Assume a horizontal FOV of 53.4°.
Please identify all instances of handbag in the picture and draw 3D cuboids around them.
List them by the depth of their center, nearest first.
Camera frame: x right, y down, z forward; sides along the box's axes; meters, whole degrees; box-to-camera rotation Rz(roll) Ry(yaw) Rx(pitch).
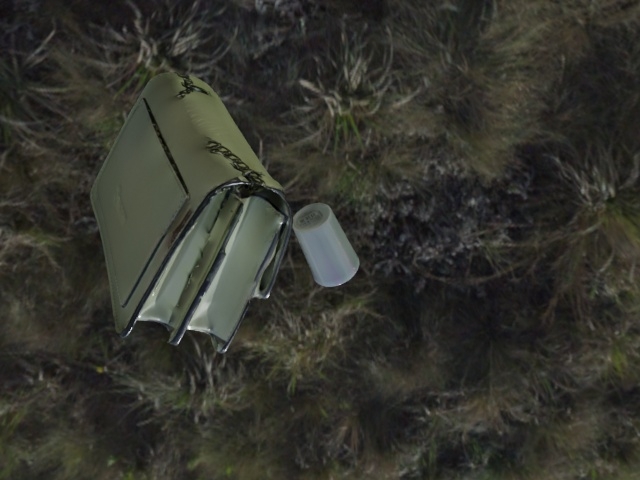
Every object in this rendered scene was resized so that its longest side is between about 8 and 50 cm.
[{"bbox_3d":[-0.176,-0.055,0.844,0.160,0.358,0.237,15,115,-33],"label":"handbag"}]

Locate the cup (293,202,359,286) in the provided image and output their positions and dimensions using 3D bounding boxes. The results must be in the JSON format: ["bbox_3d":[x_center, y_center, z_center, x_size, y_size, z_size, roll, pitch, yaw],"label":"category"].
[{"bbox_3d":[0.000,0.000,0.948,0.074,0.104,0.116,-32,128,-7],"label":"cup"}]
